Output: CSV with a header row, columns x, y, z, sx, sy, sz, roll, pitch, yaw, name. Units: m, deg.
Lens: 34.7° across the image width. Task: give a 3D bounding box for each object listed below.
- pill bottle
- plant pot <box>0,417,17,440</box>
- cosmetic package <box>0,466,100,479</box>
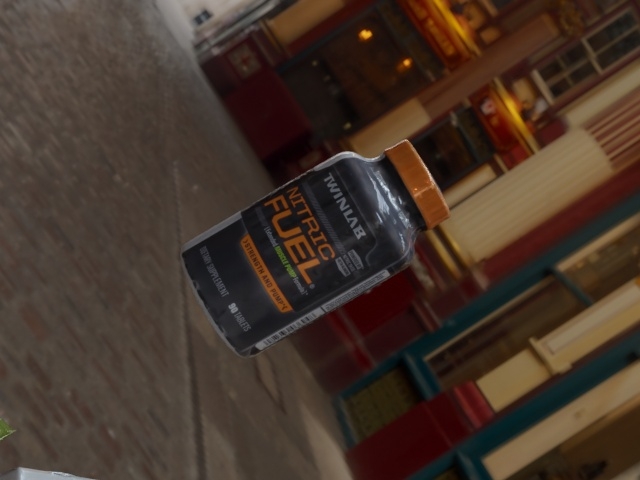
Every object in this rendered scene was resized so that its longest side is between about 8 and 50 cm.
x,y,z,sx,sy,sz,roll,pitch,yaw,name
0.000,0.000,0.982,0.130,0.245,0.130,59,3,-5,pill bottle
-0.376,0.189,1.073,0.079,0.083,0.083,58,4,2,plant pot
-0.273,0.347,0.987,0.117,0.085,0.231,30,43,-50,cosmetic package
